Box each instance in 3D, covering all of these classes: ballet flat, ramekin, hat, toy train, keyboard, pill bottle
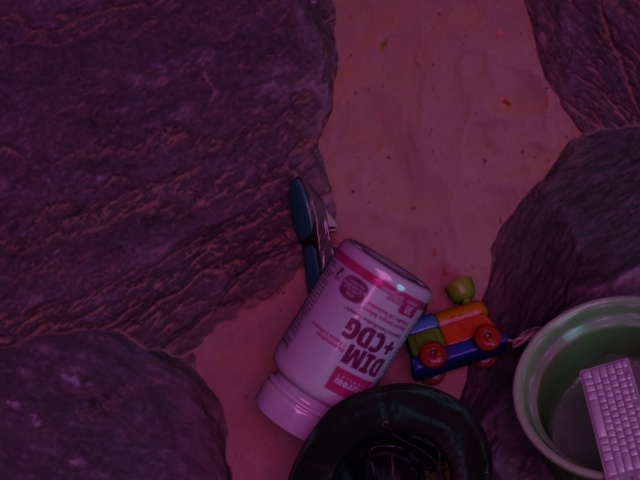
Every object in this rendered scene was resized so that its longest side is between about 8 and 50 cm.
[{"bbox_3d":[0.000,0.000,1.838,0.068,0.072,0.213,-5,78,-29],"label":"ballet flat"},{"bbox_3d":[0.443,0.244,1.682,0.303,0.148,0.303,-12,48,14],"label":"ramekin"},{"bbox_3d":[0.087,0.360,1.717,0.331,0.134,0.331,1,88,-22],"label":"hat"},{"bbox_3d":[0.243,0.118,1.796,0.248,0.105,0.143,-17,66,-4],"label":"toy train"},{"bbox_3d":[0.411,0.273,1.558,0.072,0.014,0.256,-15,48,11],"label":"keyboard"},{"bbox_3d":[0.030,0.155,1.729,0.160,0.160,0.283,32,96,6],"label":"pill bottle"}]
